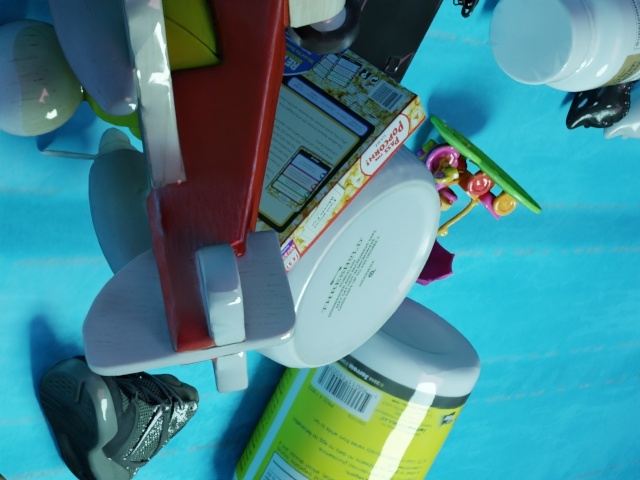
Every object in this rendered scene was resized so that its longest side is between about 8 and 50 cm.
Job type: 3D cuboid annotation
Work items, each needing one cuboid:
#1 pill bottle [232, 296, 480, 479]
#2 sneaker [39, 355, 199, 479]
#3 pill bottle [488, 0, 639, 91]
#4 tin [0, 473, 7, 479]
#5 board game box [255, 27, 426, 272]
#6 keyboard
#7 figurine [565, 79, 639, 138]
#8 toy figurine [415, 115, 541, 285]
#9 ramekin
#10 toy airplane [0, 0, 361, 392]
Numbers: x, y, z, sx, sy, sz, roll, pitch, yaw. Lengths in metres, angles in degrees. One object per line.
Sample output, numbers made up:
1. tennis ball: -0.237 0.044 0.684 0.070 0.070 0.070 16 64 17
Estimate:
1. pill bottle: 0.020 0.228 2.154 0.188 0.188 0.334 -4 126 -57
2. sneaker: -0.183 0.143 1.835 0.130 0.087 0.227 -45 156 -21
3. pill bottle: 0.279 -0.224 2.099 0.229 0.131 0.131 -14 134 -52
4. tin: -0.337 0.278 1.799 0.106 0.040 0.189 -22 140 -54
5. board game box: -0.026 -0.085 1.746 0.193 0.147 0.045 -48 153 -11
6. keyboard: 0.119 -0.284 1.879 0.201 0.033 0.317 3 121 -52
7. figurine: 0.392 -0.204 2.378 0.209 0.092 0.215 -52 156 15
8. toy figurine: 0.123 -0.028 2.125 0.159 0.130 0.173 -47 133 8
9. ramekin: 0.000 0.000 1.913 0.273 0.127 0.273 -40 151 -27
10. toy airplane: -0.127 -0.079 1.451 0.384 0.272 0.386 -74 173 -69
